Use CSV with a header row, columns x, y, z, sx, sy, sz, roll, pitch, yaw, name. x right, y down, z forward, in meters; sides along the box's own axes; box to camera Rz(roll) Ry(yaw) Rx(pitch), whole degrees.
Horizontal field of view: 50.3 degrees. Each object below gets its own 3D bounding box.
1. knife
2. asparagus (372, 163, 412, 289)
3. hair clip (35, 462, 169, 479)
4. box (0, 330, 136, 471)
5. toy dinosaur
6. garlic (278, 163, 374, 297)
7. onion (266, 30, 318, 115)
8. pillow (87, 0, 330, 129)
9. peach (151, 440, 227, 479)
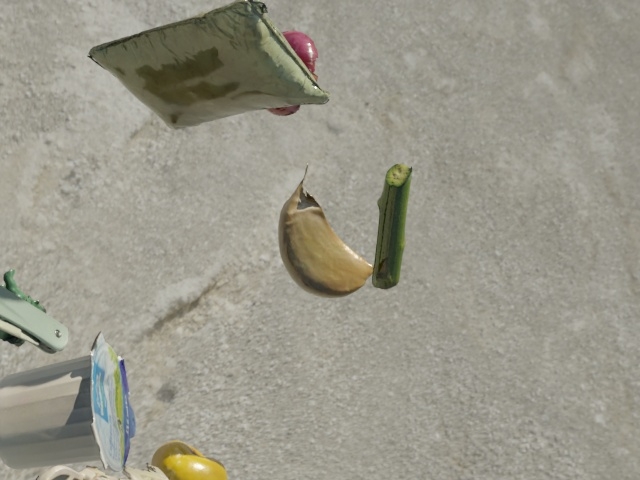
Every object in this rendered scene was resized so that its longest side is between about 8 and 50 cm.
x,y,z,sx,sy,sz,roll,pitch,yaw,name
-0.306,0.070,0.661,0.162,0.023,0.044,51,19,-48,knife
0.148,-0.023,1.421,0.067,0.278,0.060,2,26,0,asparagus
-0.162,0.221,0.598,0.072,0.226,0.034,19,76,13,hair clip
-0.498,0.336,1.335,0.206,0.291,0.262,-8,66,-4,box
-0.543,0.100,1.087,0.292,0.079,0.120,35,39,-60,toy dinosaur
-0.018,-0.001,1.740,0.196,0.151,0.338,-34,99,5,garlic
-0.085,-0.298,1.184,0.140,0.150,0.150,9,65,-41,onion
-0.146,-0.219,0.897,0.185,0.302,0.075,42,55,-44,pillow
-0.294,0.518,1.525,0.179,0.179,0.103,32,71,-11,peach
